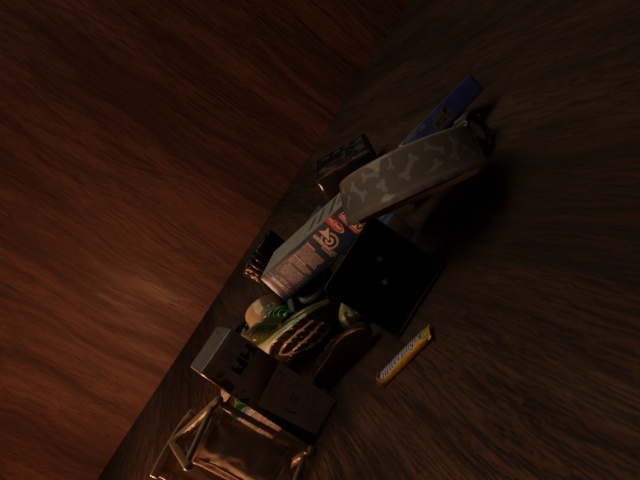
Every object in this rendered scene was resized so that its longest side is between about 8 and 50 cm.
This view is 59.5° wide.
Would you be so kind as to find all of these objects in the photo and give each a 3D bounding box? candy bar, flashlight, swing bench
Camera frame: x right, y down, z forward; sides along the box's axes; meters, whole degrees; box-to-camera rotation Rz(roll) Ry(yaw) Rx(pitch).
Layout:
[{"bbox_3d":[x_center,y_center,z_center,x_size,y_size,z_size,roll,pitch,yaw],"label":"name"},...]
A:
[{"bbox_3d":[0.162,0.227,1.090,0.161,0.018,0.040,-50,15,22],"label":"candy bar"},{"bbox_3d":[0.296,-0.196,1.417,0.304,0.103,0.103,-41,23,44],"label":"flashlight"},{"bbox_3d":[-0.195,0.485,1.223,0.255,0.253,0.165,-37,23,52],"label":"swing bench"}]

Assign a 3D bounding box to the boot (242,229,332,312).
[{"bbox_3d":[-0.129,0.157,1.722,0.131,0.260,0.348,-42,20,45],"label":"boot"}]

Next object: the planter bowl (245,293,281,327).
[{"bbox_3d":[-0.151,0.268,1.816,0.162,0.162,0.109,-51,42,20],"label":"planter bowl"}]

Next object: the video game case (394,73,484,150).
[{"bbox_3d":[0.297,-0.301,1.530,0.269,0.061,0.244,-45,0,-9],"label":"video game case"}]

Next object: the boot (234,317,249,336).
[{"bbox_3d":[-0.284,0.367,2.113,0.246,0.094,0.207,-55,9,-19],"label":"boot"}]

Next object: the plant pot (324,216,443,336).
[{"bbox_3d":[0.127,0.077,1.245,0.187,0.188,0.167,-57,3,-2],"label":"plant pot"}]

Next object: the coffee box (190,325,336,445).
[{"bbox_3d":[-0.133,0.326,1.279,0.118,0.297,0.168,-57,13,-17],"label":"coffee box"}]

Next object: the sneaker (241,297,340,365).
[{"bbox_3d":[-0.113,0.234,1.542,0.410,0.158,0.182,-37,50,32],"label":"sneaker"}]

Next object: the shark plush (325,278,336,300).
[{"bbox_3d":[0.035,0.151,1.623,0.161,0.073,0.067,-19,69,61],"label":"shark plush"}]

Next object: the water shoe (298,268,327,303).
[{"bbox_3d":[-0.011,0.141,1.636,0.073,0.080,0.203,-6,26,16],"label":"water shoe"}]

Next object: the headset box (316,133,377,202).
[{"bbox_3d":[0.103,-0.262,2.049,0.218,0.110,0.293,-29,21,11],"label":"headset box"}]

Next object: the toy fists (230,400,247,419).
[{"bbox_3d":[-0.188,0.478,1.547,0.279,0.096,0.142,-47,17,27],"label":"toy fists"}]

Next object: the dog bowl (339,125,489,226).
[{"bbox_3d":[0.198,-0.140,1.236,0.349,0.102,0.349,-24,-3,-1],"label":"dog bowl"}]

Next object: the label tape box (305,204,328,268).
[{"bbox_3d":[0.017,-0.034,1.969,0.347,0.115,0.249,-57,14,3],"label":"label tape box"}]

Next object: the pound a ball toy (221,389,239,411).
[{"bbox_3d":[-0.238,0.399,1.808,0.208,0.136,0.319,-55,14,4],"label":"pound a ball toy"}]

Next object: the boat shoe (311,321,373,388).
[{"bbox_3d":[0.046,0.255,1.302,0.207,0.073,0.073,-49,18,26],"label":"boat shoe"}]

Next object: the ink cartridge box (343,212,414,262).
[{"bbox_3d":[0.144,0.005,1.521,0.134,0.078,0.231,-57,14,-9],"label":"ink cartridge box"}]

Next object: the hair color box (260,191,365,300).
[{"bbox_3d":[0.000,0.000,1.554,0.347,0.105,0.174,-42,13,24],"label":"hair color box"}]

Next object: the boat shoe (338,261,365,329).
[{"bbox_3d":[0.096,0.130,1.420,0.073,0.080,0.223,-40,26,35],"label":"boat shoe"}]

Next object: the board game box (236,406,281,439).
[{"bbox_3d":[-0.141,0.451,1.430,0.154,0.103,0.026,-51,15,20],"label":"board game box"}]
